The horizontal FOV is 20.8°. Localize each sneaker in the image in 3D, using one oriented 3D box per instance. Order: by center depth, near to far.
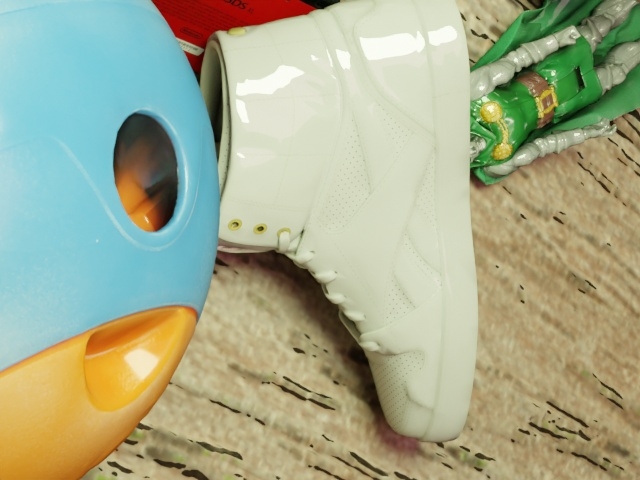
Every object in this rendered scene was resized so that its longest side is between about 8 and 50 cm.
[{"bbox_3d":[0.000,0.000,1.023,0.169,0.108,0.292,-12,115,-14],"label":"sneaker"}]

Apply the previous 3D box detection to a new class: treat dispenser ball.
[{"bbox_3d":[-0.186,-0.016,0.739,0.288,0.288,0.288,-2,93,-39],"label":"treat dispenser ball"}]

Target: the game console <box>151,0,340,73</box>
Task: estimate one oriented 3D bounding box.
[{"bbox_3d":[-0.062,-0.168,0.969,0.144,0.124,0.085,18,40,-48],"label":"game console"}]

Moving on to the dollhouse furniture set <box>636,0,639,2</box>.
[{"bbox_3d":[0.165,-0.425,1.095,0.362,0.256,0.394,-50,141,-25],"label":"dollhouse furniture set"}]

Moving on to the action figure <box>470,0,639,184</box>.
[{"bbox_3d":[0.157,-0.105,1.159,0.232,0.063,0.137,-35,116,-28],"label":"action figure"}]
